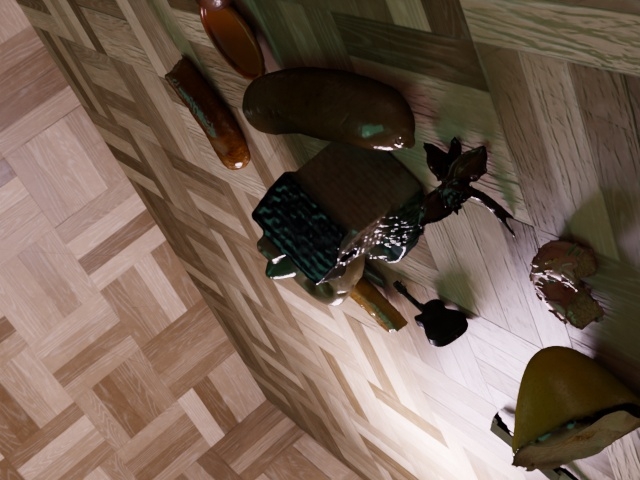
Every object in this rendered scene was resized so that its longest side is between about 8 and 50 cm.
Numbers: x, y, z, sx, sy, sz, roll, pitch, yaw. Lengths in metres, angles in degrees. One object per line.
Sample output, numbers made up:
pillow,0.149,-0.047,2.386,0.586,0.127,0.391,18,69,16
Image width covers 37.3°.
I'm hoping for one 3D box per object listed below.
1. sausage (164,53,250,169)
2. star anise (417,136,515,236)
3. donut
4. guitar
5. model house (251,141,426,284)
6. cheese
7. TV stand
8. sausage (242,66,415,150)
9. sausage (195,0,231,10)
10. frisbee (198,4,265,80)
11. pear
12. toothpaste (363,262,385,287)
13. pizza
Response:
sausage,-0.259,-0.295,2.223,0.302,0.076,0.103,56,169,-14
star anise,0.238,-0.084,1.484,0.158,0.144,0.141,-3,80,61
donut,0.362,0.060,1.431,0.117,0.065,0.166,32,153,44
guitar,0.214,0.140,1.960,0.233,0.088,0.025,44,164,51
model house,0.012,-0.027,1.778,0.243,0.284,0.298,51,163,15
cheese,0.009,0.026,2.093,0.218,0.117,0.235,-16,104,55
TV stand,0.463,0.458,2.023,0.249,0.042,0.036,38,138,30
sausage,-0.004,-0.233,1.643,0.501,0.123,0.136,18,140,58
sausage,-0.173,-0.519,1.533,0.419,0.094,0.094,99,168,-66
frisbee,-0.165,-0.398,1.848,0.192,0.035,0.192,43,161,19
pear,0.405,0.263,1.575,0.267,0.267,0.178,88,163,-63
toothpaste,0.073,0.041,2.163,0.197,0.029,0.048,41,167,21
pizza,0.110,0.133,2.188,0.271,0.056,0.134,37,168,52
